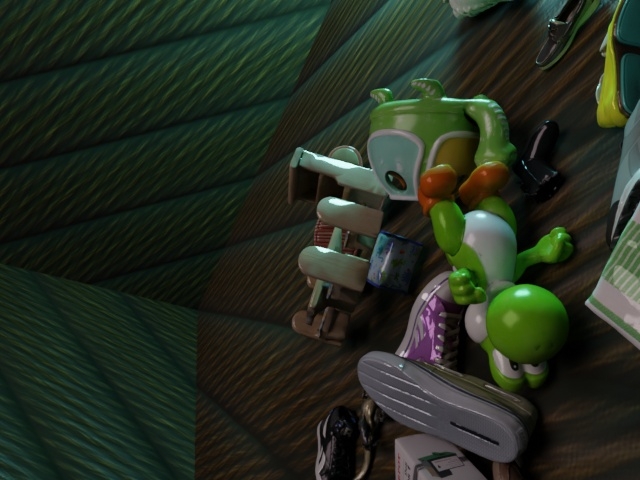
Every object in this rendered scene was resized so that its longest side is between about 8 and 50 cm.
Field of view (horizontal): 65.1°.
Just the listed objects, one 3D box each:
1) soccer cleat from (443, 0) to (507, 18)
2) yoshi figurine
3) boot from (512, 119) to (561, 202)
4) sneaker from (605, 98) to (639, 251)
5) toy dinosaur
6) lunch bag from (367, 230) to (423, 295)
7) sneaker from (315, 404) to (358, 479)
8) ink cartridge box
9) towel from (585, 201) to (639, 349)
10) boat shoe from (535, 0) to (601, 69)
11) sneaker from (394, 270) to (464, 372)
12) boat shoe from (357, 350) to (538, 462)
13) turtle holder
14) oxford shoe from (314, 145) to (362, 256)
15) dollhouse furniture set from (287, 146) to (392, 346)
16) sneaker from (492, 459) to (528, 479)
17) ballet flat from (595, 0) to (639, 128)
[{"bbox_3d":[0.373,-0.574,1.161,0.331,0.116,0.143,-100,19,-53],"label":"soccer cleat"},{"bbox_3d":[0.278,0.041,0.770,0.203,0.203,0.362,-25,66,29],"label":"yoshi figurine"},{"bbox_3d":[0.383,-0.133,0.861,0.099,0.045,0.121,-96,25,-49],"label":"boot"},{"bbox_3d":[0.442,-0.105,0.655,0.108,0.100,0.272,-158,89,-82],"label":"sneaker"},{"bbox_3d":[0.108,0.400,1.088,0.118,0.064,0.268,127,154,-70],"label":"toy dinosaur"},{"bbox_3d":[0.161,0.047,1.177,0.129,0.096,0.151,-72,20,2],"label":"lunch bag"},{"bbox_3d":[0.044,0.478,1.149,0.121,0.079,0.217,-61,23,30],"label":"sneaker"},{"bbox_3d":[0.190,0.412,0.746,0.219,0.092,0.160,-158,65,-76],"label":"ink cartridge box"},{"bbox_3d":[0.401,0.003,0.463,0.248,0.038,0.325,-122,34,-52],"label":"towel"},{"bbox_3d":[0.439,-0.389,0.913,0.152,0.049,0.056,-61,25,27],"label":"boat shoe"},{"bbox_3d":[0.230,0.207,0.921,0.161,0.102,0.282,41,116,55],"label":"sneaker"},{"bbox_3d":[0.196,0.256,0.817,0.302,0.094,0.109,18,115,41],"label":"boat shoe"},{"bbox_3d":[0.248,-0.192,1.035,0.320,0.243,0.227,6,95,27],"label":"turtle holder"},{"bbox_3d":[0.069,-0.072,1.499,0.146,0.140,0.397,52,-133,-79],"label":"oxford shoe"},{"bbox_3d":[0.000,0.000,1.232,0.362,0.256,0.394,99,-171,-61],"label":"dollhouse furniture set"},{"bbox_3d":[0.297,0.380,0.675,0.071,0.066,0.188,-37,43,29],"label":"sneaker"},{"bbox_3d":[0.459,-0.277,0.761,0.077,0.077,0.231,137,146,-79],"label":"ballet flat"}]
